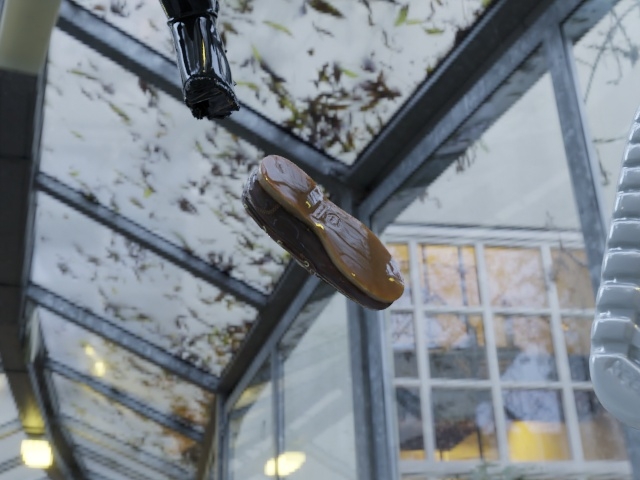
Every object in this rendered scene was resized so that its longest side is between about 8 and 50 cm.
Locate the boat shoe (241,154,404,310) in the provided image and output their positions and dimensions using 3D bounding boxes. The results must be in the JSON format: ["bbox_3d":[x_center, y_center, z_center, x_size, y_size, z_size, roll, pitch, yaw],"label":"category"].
[{"bbox_3d":[0.000,0.000,0.988,0.073,0.207,0.073,-36,-11,-46],"label":"boat shoe"}]

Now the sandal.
[{"bbox_3d":[0.349,-0.028,0.830,0.169,0.416,0.102,22,-5,35],"label":"sandal"}]

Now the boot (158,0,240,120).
[{"bbox_3d":[-0.089,-0.143,0.623,0.045,0.099,0.121,-13,-19,7],"label":"boot"}]
